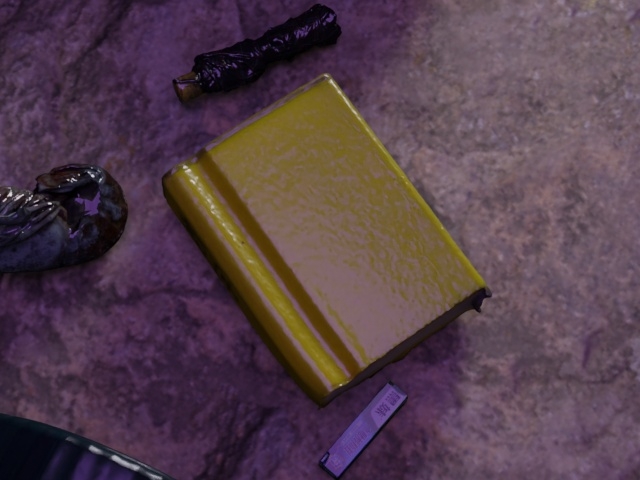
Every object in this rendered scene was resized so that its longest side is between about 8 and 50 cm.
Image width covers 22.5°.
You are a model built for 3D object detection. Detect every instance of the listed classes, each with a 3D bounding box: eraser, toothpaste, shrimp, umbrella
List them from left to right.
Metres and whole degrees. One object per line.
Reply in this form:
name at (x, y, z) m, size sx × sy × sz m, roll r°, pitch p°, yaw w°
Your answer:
shrimp at (-0.258, -0.010, 1.208) m, size 0.232 × 0.090 × 0.079 m, roll -8°, pitch 92°, yaw -18°
umbrella at (-0.052, -0.148, 1.286) m, size 0.144 × 0.040 × 0.037 m, roll -26°, pitch 67°, yaw -13°
eraser at (0.000, 0.000, 1.224) m, size 0.158 × 0.069 × 0.226 m, roll -33°, pitch 75°, yaw -10°
toothpaste at (0.032, 0.142, 1.206) m, size 0.020 × 0.017 × 0.083 m, roll 40°, pitch 76°, yaw 11°

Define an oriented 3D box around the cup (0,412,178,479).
cup at (-0.204, 0.286, 1.067) m, size 0.242 × 0.308 × 0.292 m, roll 33°, pitch 71°, yaw -25°
